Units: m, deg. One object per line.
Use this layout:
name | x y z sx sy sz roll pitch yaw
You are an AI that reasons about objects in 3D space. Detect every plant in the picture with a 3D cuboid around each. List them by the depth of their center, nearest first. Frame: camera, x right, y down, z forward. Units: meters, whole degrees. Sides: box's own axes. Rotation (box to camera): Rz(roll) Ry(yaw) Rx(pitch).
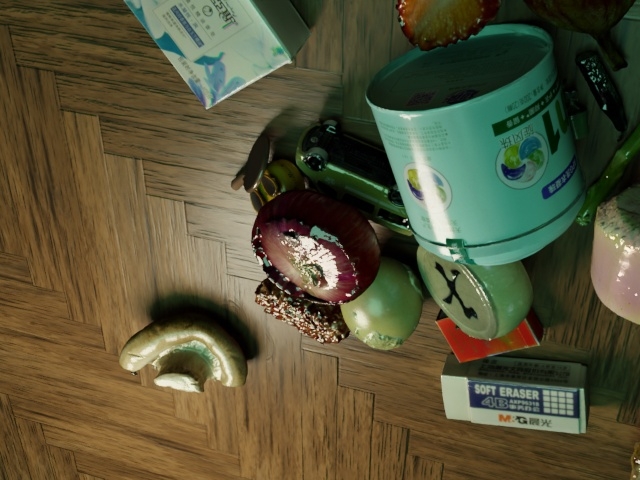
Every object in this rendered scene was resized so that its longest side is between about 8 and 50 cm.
plant | 0.395 -0.211 1.494 0.051 0.051 0.102 -11 108 29

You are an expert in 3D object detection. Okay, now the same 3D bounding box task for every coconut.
coconut | 0.546 0.027 1.493 0.233 0.233 0.245 7 137 18

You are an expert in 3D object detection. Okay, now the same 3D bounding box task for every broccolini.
broccolini | 0.518 -0.148 1.472 0.079 0.074 0.392 21 132 -4

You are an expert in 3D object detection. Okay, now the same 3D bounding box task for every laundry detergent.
laundry detergent | 0.248 -0.135 1.454 0.287 0.287 0.305 -7 121 27

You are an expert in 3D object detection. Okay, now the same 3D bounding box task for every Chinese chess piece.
Chinese chess piece | 0.269 0.070 1.657 0.238 0.092 0.238 46 159 24

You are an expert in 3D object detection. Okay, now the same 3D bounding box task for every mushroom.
mushroom | -0.294 0.229 2.055 0.286 0.156 0.151 9 117 1

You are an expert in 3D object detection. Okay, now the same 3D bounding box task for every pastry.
pastry | -0.030 0.132 1.894 0.208 0.097 0.115 28 135 -2

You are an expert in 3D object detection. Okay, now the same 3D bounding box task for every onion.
onion | -0.006 0.004 1.659 0.248 0.161 0.248 14 154 7

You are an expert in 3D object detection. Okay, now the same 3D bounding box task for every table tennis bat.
table tennis bat | -0.174 -0.144 1.730 0.119 0.107 0.170 15 156 -20

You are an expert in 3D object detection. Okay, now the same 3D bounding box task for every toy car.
toy car | 0.075 -0.108 1.669 0.257 0.101 0.124 23 139 3

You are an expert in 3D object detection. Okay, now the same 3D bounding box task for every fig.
fig | 0.399 -0.360 1.319 0.290 0.190 0.190 32 133 -27

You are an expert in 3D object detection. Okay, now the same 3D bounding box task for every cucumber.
cucumber | 0.446 -0.221 1.471 0.043 0.039 0.163 -5 126 56

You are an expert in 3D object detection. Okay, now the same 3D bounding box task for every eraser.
eraser | 0.384 0.301 1.861 0.279 0.081 0.124 2 125 21

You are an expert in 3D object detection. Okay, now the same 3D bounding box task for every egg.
egg | 0.118 0.117 1.784 0.164 0.164 0.201 8 140 17

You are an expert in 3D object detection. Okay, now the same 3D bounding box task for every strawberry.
strawberry | 0.206 -0.385 1.409 0.190 0.111 0.236 59 154 10

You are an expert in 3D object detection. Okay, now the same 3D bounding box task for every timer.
timer | -0.065 -0.099 1.755 0.107 0.109 0.107 25 125 42

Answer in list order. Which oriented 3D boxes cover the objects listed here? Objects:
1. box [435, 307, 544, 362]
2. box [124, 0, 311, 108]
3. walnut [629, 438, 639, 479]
box | 0.323 0.163 1.803 0.175 0.048 0.112 -17 115 32
box | -0.180 -0.385 1.555 0.203 0.116 0.274 -23 114 33
walnut | 0.689 0.428 1.795 0.204 0.141 0.238 50 129 -2
